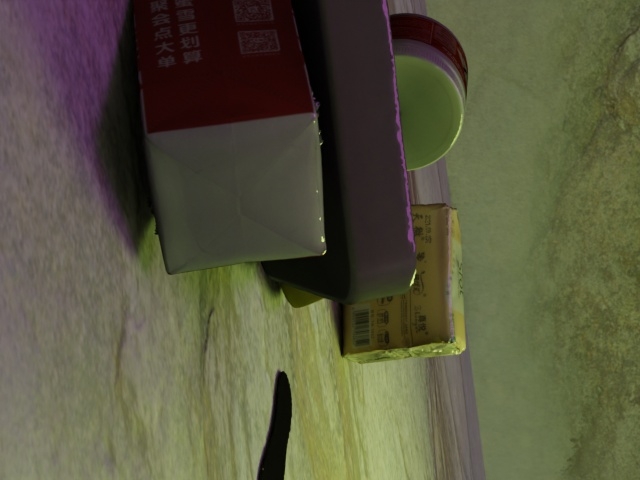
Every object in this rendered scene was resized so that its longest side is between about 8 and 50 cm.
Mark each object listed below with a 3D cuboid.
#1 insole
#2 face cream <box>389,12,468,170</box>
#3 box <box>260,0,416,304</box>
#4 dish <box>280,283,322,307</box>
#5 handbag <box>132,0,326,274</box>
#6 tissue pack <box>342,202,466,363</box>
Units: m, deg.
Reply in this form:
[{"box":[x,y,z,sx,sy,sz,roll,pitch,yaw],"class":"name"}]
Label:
[{"box":[-0.050,0.245,1.603,0.253,0.005,0.086,-81,162,-52],"class":"insole"},{"box":[0.129,-0.235,2.271,0.187,0.201,0.201,-76,158,-61],"class":"face cream"},{"box":[-0.017,-0.134,1.448,0.367,0.090,0.373,-171,-107,-73],"class":"box"},{"box":[0.000,0.000,1.708,0.080,0.149,0.207,50,11,-13],"class":"dish"},{"box":[-0.089,-0.125,1.280,0.298,0.151,0.171,-104,-172,-47],"class":"handbag"},{"box":[0.117,0.061,2.095,0.090,0.186,0.222,35,49,-59],"class":"tissue pack"}]
